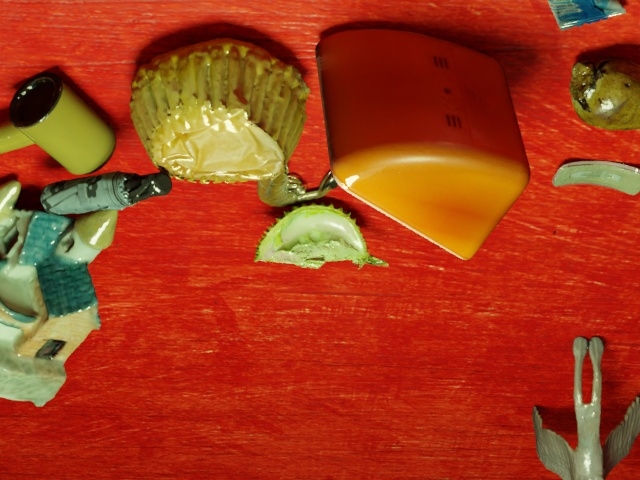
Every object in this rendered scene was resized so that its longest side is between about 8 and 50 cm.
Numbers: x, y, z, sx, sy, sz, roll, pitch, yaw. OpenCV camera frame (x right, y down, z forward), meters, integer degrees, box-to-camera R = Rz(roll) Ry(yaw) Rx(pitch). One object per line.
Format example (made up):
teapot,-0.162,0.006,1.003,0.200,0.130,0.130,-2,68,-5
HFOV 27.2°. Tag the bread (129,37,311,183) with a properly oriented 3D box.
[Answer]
bread,-0.137,-0.158,1.741,0.240,0.139,0.240,3,146,2

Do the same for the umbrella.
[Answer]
umbrella,-0.293,-0.066,1.807,0.250,0.052,0.053,-5,-169,41

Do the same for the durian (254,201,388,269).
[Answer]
durian,0.000,0.000,1.998,0.215,0.100,0.086,1,160,-18

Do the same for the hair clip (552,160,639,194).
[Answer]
hair clip,0.408,-0.093,1.940,0.137,0.022,0.054,5,144,-7

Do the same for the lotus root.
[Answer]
lotus root,0.422,-0.189,1.748,0.190,0.094,0.108,6,180,-17

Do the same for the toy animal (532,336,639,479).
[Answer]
toy animal,0.495,0.368,2.377,0.225,0.302,0.284,-3,150,9

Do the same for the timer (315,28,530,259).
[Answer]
timer,0.116,-0.141,1.673,0.250,0.257,0.161,16,135,-25

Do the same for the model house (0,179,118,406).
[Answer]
model house,-0.425,0.040,1.938,0.194,0.267,0.325,17,131,-44

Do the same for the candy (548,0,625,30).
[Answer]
candy,0.321,-0.301,1.630,0.088,0.038,0.136,-12,153,22

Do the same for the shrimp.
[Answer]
shrimp,-0.033,-0.096,1.922,0.124,0.034,0.178,-2,147,-3

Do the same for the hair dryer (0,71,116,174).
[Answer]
hair dryer,-0.427,-0.137,1.831,0.278,0.090,0.135,-12,146,27
